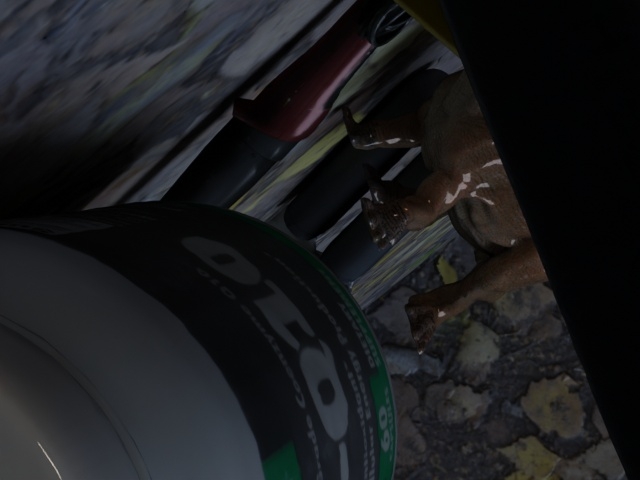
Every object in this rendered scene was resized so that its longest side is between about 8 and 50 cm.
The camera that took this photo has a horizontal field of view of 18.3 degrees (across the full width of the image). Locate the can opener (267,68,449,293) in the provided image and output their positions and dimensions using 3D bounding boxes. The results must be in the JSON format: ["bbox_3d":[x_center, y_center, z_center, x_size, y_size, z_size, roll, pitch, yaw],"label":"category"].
[{"bbox_3d":[0.000,0.000,1.302,0.095,0.076,0.283,-34,172,-46],"label":"can opener"}]

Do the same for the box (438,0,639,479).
[{"bbox_3d":[0.216,-0.097,0.512,0.212,0.293,0.395,-17,-171,36],"label":"box"}]

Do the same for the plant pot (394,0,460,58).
[{"bbox_3d":[0.065,-0.123,0.707,0.083,0.081,0.081,-48,178,-19],"label":"plant pot"}]

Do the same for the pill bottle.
[{"bbox_3d":[-0.100,0.092,0.708,0.204,0.204,0.361,-40,175,12],"label":"pill bottle"}]

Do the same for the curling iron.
[{"bbox_3d":[-0.025,-0.056,0.883,0.274,0.035,0.068,-43,169,30],"label":"curling iron"}]

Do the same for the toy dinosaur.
[{"bbox_3d":[0.126,-0.040,1.131,0.200,0.127,0.296,-17,148,4],"label":"toy dinosaur"}]
